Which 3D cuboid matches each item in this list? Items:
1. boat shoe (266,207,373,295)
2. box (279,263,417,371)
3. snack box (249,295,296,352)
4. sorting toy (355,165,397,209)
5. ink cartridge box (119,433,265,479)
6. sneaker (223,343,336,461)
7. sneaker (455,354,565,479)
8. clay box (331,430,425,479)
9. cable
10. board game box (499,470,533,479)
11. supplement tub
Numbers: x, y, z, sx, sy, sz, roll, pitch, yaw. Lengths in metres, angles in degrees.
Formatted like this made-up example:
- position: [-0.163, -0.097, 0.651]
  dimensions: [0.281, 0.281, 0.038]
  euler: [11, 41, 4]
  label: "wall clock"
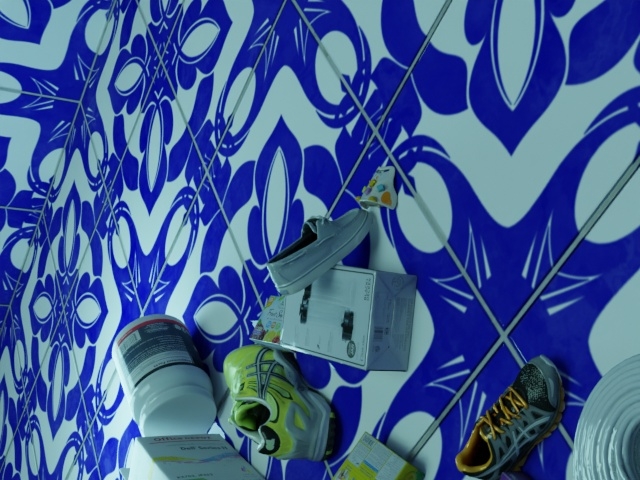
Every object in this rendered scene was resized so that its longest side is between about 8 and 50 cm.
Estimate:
- position: [-0.001, 0.000, 1.631]
  dimensions: [0.079, 0.227, 0.081]
  euler: [2, 127, 56]
  label: "boat shoe"
- position: [0.041, 0.125, 1.656]
  dimensions: [0.290, 0.087, 0.169]
  euler: [3, 87, 58]
  label: "box"
- position: [-0.073, 0.162, 1.848]
  dimensions: [0.141, 0.037, 0.100]
  euler: [0, 59, 58]
  label: "snack box"
- position: [0.102, -0.096, 1.653]
  dimensions: [0.083, 0.045, 0.075]
  euler: [3, 68, 58]
  label: "sorting toy"
- position: [-0.268, 0.499, 1.968]
  dimensions: [0.353, 0.207, 0.119]
  euler: [24, 107, 56]
  label: "ink cartridge box"
- position: [-0.114, 0.297, 1.817]
  dimensions: [0.385, 0.147, 0.145]
  euler: [27, 109, 58]
  label: "sneaker"
- position: [0.259, 0.250, 1.290]
  dimensions: [0.084, 0.083, 0.215]
  euler: [51, 125, 51]
  label: "sneaker"
- position: [0.057, 0.432, 1.518]
  dimensions: [0.222, 0.053, 0.127]
  euler: [-55, 33, -6]
  label: "clay box"
- position: [0.396, 0.248, 1.062]
  dimensions: [0.257, 0.089, 0.257]
  euler: [-41, 51, 47]
  label: "cable"
- position: [0.318, 0.475, 1.189]
  dimensions: [0.347, 0.056, 0.208]
  euler: [38, 113, 54]
  label: "board game box"
- position: [-0.358, 0.317, 2.162]
  dimensions: [0.272, 0.191, 0.191]
  euler: [57, 131, 46]
  label: "supplement tub"
